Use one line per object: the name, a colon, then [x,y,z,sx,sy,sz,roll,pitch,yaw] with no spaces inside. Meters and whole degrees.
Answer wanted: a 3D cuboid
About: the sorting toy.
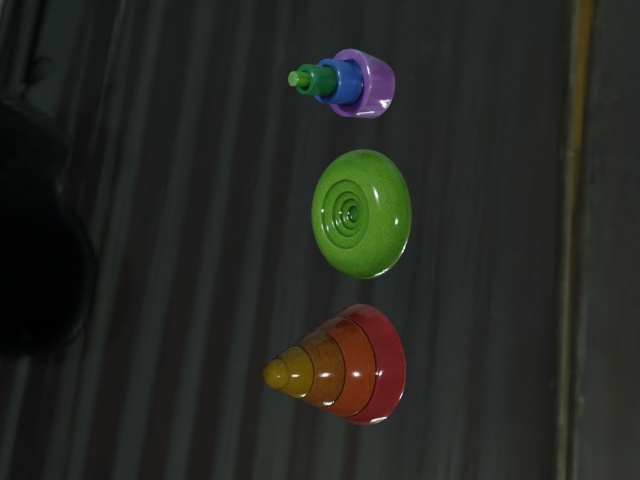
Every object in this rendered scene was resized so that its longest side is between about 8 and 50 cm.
sorting toy: [0.000,0.000,1.154,0.126,0.366,0.127,-2,-175,-42]
